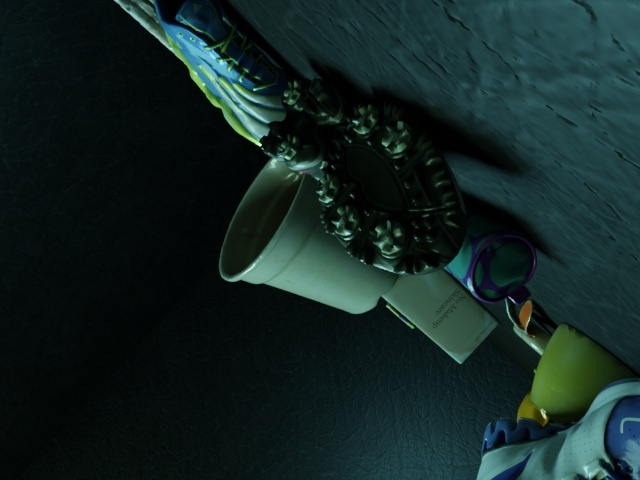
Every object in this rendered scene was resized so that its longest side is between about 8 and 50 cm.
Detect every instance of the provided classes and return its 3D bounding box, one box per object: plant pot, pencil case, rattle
[{"bbox_3d":[0.000,0.000,1.218,0.306,0.333,0.334,30,-173,-24],"label":"plant pot"},{"bbox_3d":[0.126,0.001,0.517,0.070,0.065,0.151,59,175,-25],"label":"pencil case"},{"bbox_3d":[0.277,0.170,0.785,0.200,0.143,0.130,32,-153,-43],"label":"rattle"},{"bbox_3d":[0.304,0.177,0.663,0.134,0.095,0.134,42,-177,-2],"label":"plant pot"}]

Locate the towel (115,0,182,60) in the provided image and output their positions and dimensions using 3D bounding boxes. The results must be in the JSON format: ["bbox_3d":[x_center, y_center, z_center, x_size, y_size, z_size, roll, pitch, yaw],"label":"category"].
[{"bbox_3d":[-0.211,-0.313,0.851,0.332,0.053,0.317,41,-174,-20],"label":"towel"}]

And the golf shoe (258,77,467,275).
[{"bbox_3d":[0.051,-0.058,0.473,0.120,0.105,0.273,22,-161,-34],"label":"golf shoe"}]

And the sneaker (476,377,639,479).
[{"bbox_3d":[0.243,0.262,0.550,0.127,0.182,0.315,41,146,2],"label":"sneaker"}]

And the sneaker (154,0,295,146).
[{"bbox_3d":[-0.105,-0.195,0.626,0.240,0.091,0.126,43,-179,13],"label":"sneaker"}]

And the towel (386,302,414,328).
[{"bbox_3d":[0.185,0.174,1.316,0.083,0.009,0.060,41,180,11],"label":"towel"}]

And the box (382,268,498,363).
[{"bbox_3d":[0.259,0.137,1.340,0.311,0.148,0.121,40,-178,-24],"label":"box"}]

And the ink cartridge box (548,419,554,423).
[{"bbox_3d":[0.455,0.360,0.808,0.309,0.272,0.130,44,152,47],"label":"ink cartridge box"}]
